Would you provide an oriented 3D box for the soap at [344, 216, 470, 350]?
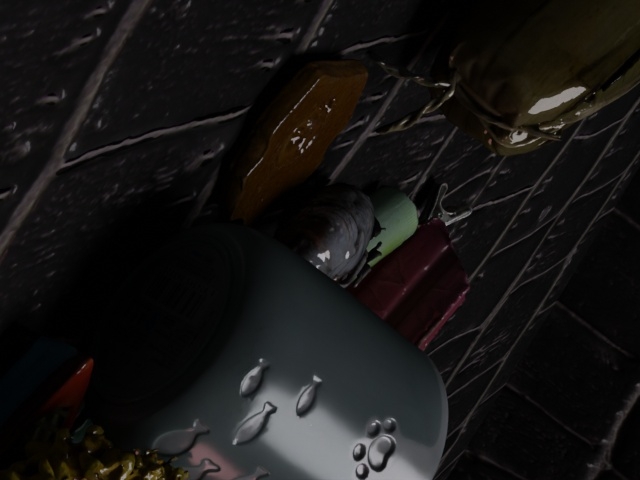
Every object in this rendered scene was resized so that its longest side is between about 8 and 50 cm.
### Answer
[{"bbox_3d":[0.079,0.077,2.214,0.250,0.162,0.099,-46,163,-21],"label":"soap"}]

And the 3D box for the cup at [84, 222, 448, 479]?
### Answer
[{"bbox_3d":[-0.099,0.169,1.675,0.356,0.259,0.274,-40,126,12],"label":"cup"}]

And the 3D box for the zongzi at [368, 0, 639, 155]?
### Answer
[{"bbox_3d":[0.267,-0.186,2.095,0.500,0.218,0.467,-47,163,-20],"label":"zongzi"}]

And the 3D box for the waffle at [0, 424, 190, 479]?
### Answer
[{"bbox_3d":[-0.208,0.240,1.535,0.197,0.070,0.193,-10,135,-13],"label":"waffle"}]

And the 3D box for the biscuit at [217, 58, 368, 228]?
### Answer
[{"bbox_3d":[-0.039,-0.090,1.770,0.215,0.034,0.182,-57,163,19],"label":"biscuit"}]

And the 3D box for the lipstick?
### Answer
[{"bbox_3d":[0.012,0.023,2.077,0.304,0.076,0.076,-36,156,-47],"label":"lipstick"}]

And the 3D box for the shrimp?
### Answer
[{"bbox_3d":[0.007,-0.001,1.928,0.145,0.116,0.343,-61,173,17],"label":"shrimp"}]

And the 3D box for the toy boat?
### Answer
[{"bbox_3d":[-0.308,0.230,1.600,0.136,0.079,0.392,-21,146,-56],"label":"toy boat"}]

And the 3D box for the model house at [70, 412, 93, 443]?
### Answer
[{"bbox_3d":[-0.178,0.233,1.847,0.148,0.148,0.119,-45,163,-20],"label":"model house"}]

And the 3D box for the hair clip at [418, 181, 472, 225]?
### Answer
[{"bbox_3d":[0.109,0.022,2.377,0.218,0.071,0.159,-46,-176,-14],"label":"hair clip"}]
